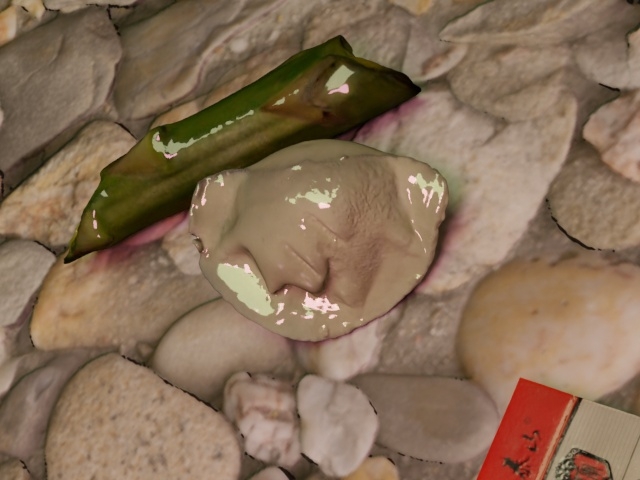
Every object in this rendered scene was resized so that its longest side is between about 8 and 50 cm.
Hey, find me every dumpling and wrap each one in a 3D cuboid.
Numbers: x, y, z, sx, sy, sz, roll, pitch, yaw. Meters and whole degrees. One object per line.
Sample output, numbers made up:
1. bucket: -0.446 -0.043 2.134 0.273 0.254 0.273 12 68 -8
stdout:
1. dumpling: 0.001 0.000 1.170 0.181 0.111 0.155 6 99 40

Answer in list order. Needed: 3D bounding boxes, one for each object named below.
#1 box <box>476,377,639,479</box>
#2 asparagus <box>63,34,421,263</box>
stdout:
1. box: 0.182 0.160 1.007 0.152 0.048 0.100 17 72 33
2. asparagus: -0.080 -0.078 1.271 0.343 0.082 0.085 -25 91 18
